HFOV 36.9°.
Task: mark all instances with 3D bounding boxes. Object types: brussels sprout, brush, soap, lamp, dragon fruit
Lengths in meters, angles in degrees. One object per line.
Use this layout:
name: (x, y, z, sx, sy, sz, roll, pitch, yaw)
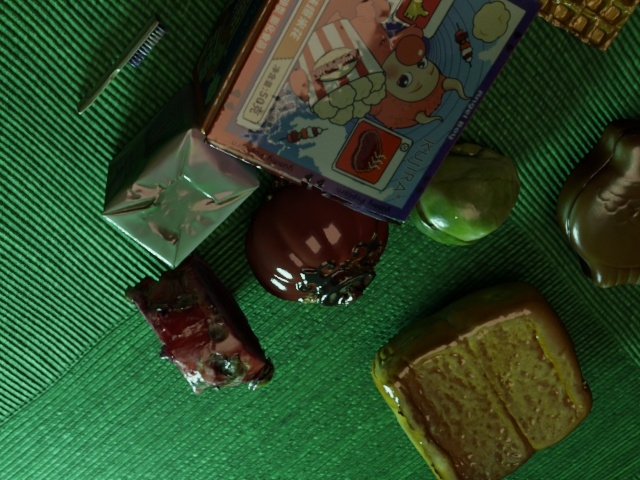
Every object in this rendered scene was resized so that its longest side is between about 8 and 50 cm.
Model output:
brussels sprout: (0.223, -0.065, 1.485, 0.183, 0.145, 0.131, 2, 144, -6)
brush: (-0.279, -0.242, 1.347, 0.178, 0.033, 0.030, -46, 131, 14)
soap: (-0.196, -0.094, 1.348, 0.138, 0.199, 0.182, 40, 104, -24)
lamp: (0.000, 0.000, 1.428, 0.227, 0.227, 0.227, -5, 119, -9)
dragon fruit: (-0.200, 0.132, 1.479, 0.147, 0.211, 0.282, -37, 92, 2)

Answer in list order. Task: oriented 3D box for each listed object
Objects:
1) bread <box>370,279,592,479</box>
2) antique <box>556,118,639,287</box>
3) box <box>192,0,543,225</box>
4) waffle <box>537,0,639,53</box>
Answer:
bread: (0.281, 0.240, 1.656, 0.328, 0.148, 0.337, -34, 117, 3)
antique: (0.491, -0.062, 1.539, 0.223, 0.129, 0.278, -8, 119, -7)
box: (0.046, -0.262, 1.273, 0.318, 0.257, 0.348, 24, 111, -23)
waffle: (0.401, -0.398, 1.381, 0.160, 0.055, 0.211, 20, 113, -21)
